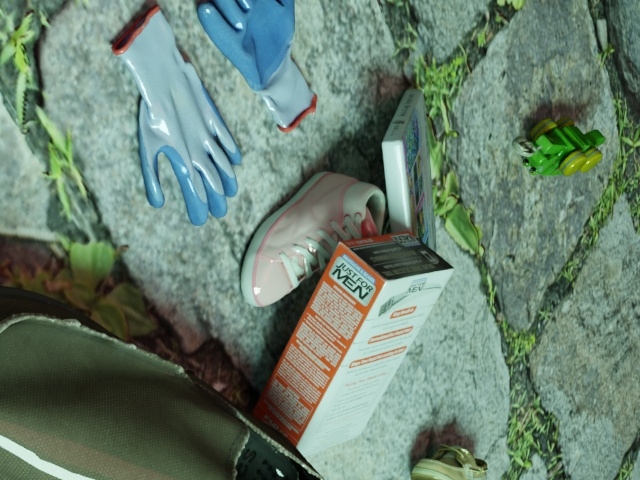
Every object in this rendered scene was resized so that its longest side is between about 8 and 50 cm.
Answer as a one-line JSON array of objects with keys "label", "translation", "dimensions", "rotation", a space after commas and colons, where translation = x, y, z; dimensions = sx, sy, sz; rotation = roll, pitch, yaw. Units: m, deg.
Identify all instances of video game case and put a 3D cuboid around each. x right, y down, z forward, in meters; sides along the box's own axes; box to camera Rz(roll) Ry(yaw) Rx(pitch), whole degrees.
[{"label": "video game case", "translation": [0.074, -0.029, 0.993], "dimensions": [0.143, 0.019, 0.157], "rotation": [-64, 149, -65]}]

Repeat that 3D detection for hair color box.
[{"label": "hair color box", "translation": [0.022, 0.078, 0.910], "dimensions": [0.093, 0.053, 0.167], "rotation": [-8, 132, -53]}]

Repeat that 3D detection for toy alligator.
[{"label": "toy alligator", "translation": [0.225, -0.084, 1.211], "dimensions": [0.190, 0.056, 0.051], "rotation": [-12, 148, -52]}]

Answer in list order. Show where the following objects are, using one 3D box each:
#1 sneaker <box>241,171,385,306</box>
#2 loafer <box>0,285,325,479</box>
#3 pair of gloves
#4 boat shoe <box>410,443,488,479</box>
[{"label": "sneaker", "translation": [0.000, 0.000, 0.904], "dimensions": [0.134, 0.070, 0.051], "rotation": [-51, 138, -33]}, {"label": "loafer", "translation": [-0.104, 0.123, 0.738], "dimensions": [0.366, 0.130, 0.133], "rotation": [29, 74, -52]}, {"label": "pair of gloves", "translation": [-0.066, -0.109, 0.830], "dimensions": [0.198, 0.023, 0.159], "rotation": [-53, 136, -33]}, {"label": "boat shoe", "translation": [0.122, 0.213, 1.140], "dimensions": [0.135, 0.050, 0.045], "rotation": [37, 64, -62]}]
